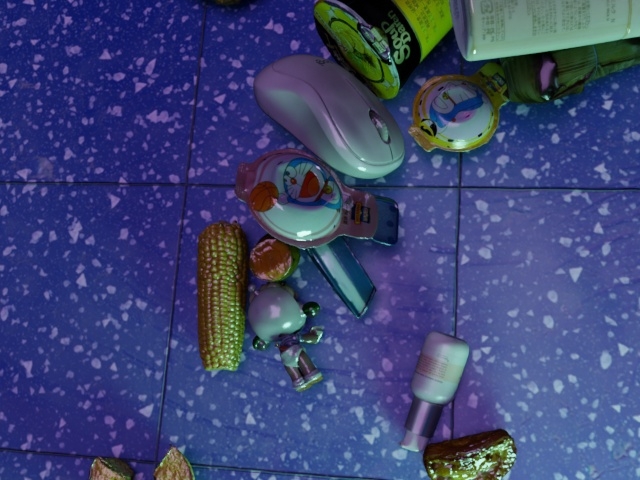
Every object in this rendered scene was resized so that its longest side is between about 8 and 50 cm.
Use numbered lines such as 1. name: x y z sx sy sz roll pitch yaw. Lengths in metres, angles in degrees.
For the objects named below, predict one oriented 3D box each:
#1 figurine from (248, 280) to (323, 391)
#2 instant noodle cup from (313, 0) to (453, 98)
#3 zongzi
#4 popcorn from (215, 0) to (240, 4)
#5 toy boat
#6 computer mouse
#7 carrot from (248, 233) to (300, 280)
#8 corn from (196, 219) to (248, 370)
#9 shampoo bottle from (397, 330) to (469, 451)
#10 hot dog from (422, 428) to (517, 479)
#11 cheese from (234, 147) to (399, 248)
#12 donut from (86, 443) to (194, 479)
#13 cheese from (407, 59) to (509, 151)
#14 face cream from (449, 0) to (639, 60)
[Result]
1. figurine: -0.056 0.154 1.288 0.147 0.093 0.197 -35 80 24
2. instant noodle cup: 0.137 -0.398 1.332 0.236 0.215 0.215 -43 73 -9
3. zongzi: 0.428 -0.390 1.288 0.300 0.138 0.285 -16 91 -10
4. popcorn: -0.203 -0.533 1.453 0.163 0.140 0.194 -34 71 -4
5. toy boat: 0.000 0.000 1.311 0.062 0.096 0.299 -33 75 -8
6. computer mouse: 0.023 -0.231 1.318 0.297 0.184 0.121 40 124 24
7. carrot: -0.075 0.026 1.275 0.082 0.173 0.082 0 90 2
8. corn: -0.170 0.094 1.321 0.091 0.091 0.259 -2 81 7
9. shampoo bottle: 0.179 0.244 1.229 0.074 0.074 0.191 17 89 14
10. hot dog: 0.234 0.341 1.193 0.147 0.099 0.065 -12 30 7
11. cheese: -0.002 -0.062 1.248 0.286 0.074 0.188 16 59 -16
12. donut: -0.291 0.422 1.274 0.181 0.078 0.145 -10 76 1
13. cheese: 0.263 -0.244 1.335 0.250 0.064 0.156 -35 74 -12
14. face cream: 0.373 -0.381 1.169 0.349 0.081 0.173 -11 93 -9
